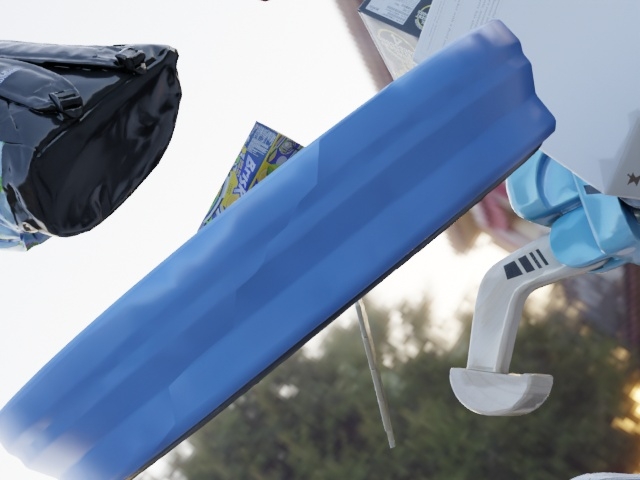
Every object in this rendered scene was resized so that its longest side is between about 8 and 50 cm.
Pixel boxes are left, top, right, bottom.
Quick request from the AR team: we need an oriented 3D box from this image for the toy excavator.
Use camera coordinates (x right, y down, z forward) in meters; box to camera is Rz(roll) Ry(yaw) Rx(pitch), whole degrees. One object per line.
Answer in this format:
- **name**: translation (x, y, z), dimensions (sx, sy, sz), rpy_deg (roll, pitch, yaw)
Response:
- **toy excavator**: translation (0.348, -0.012, 1.957), dimensions (0.445, 0.432, 0.222), rpy_deg (-26, -20, 30)

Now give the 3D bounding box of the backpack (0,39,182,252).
- **backpack**: translation (-0.371, -0.117, 1.595), dimensions (0.290, 0.356, 0.273), rpy_deg (-51, -29, -46)

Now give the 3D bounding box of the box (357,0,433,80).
- **box**: translation (0.278, -0.263, 2.329), dimensions (0.097, 0.395, 0.318), rpy_deg (-55, -32, -10)

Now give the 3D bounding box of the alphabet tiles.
- **alphabet tiles**: translation (0.081, 0.170, 2.394), dimensions (0.285, 0.011, 0.342), rpy_deg (-97, -7, -73)

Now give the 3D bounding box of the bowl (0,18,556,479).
- **bowl**: translation (-0.020, 0.020, 0.847), dimensions (0.391, 0.077, 0.391), rpy_deg (-39, -2, -2)

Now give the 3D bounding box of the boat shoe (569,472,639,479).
- **boat shoe**: translation (0.491, 0.428, 2.186), dimensions (0.301, 0.102, 0.108), rpy_deg (-1, -79, -19)

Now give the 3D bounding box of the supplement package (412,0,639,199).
- **supplement package**: translation (0.245, -0.166, 1.174), dimensions (0.175, 0.293, 0.177), rpy_deg (6, -66, -33)

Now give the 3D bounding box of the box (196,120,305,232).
- **box**: translation (-0.090, -0.066, 1.824), dimensions (0.059, 0.054, 0.169), rpy_deg (25, -84, -45)
